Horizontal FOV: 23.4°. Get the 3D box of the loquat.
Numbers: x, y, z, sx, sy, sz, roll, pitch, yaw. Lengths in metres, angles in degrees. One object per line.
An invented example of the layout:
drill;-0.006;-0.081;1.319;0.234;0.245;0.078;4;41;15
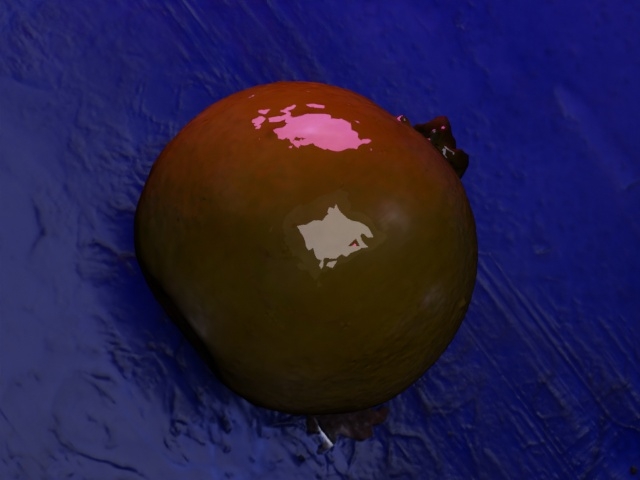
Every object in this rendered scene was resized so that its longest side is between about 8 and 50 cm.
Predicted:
loquat;0.000;0.000;1.216;0.274;0.275;0.275;3;78;-15
